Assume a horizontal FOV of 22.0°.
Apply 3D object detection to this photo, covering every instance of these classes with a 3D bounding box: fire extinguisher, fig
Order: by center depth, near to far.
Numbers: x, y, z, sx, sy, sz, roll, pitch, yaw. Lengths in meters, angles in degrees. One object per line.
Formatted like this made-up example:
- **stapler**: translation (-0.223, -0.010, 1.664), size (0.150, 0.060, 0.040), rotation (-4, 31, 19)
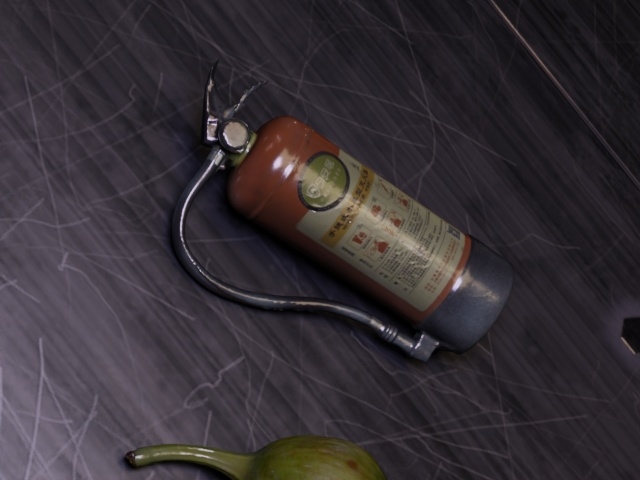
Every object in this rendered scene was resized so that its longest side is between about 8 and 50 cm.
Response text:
- **fig**: translation (-0.058, 0.230, 1.523), size (0.245, 0.149, 0.149), rotation (23, 56, 4)
- **fire extinguisher**: translation (0.006, -0.005, 1.649), size (0.376, 0.113, 0.200), rotation (35, 56, -12)
